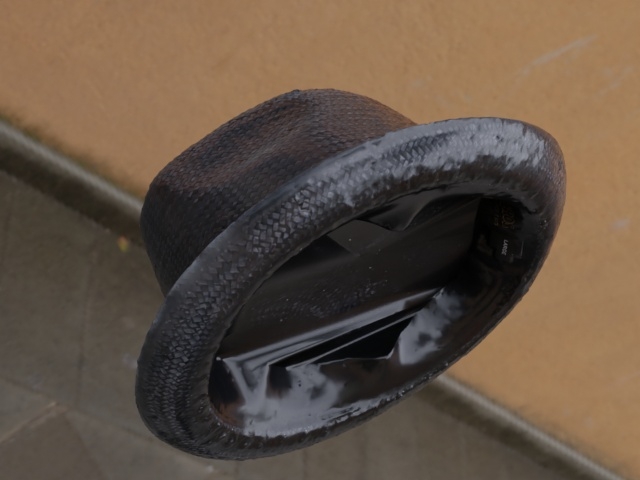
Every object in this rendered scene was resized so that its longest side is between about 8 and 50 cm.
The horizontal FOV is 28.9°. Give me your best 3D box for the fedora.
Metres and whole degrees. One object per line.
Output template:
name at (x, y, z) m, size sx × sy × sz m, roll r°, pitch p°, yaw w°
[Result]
fedora at (0.000, 0.000, 0.832) m, size 0.334 × 0.334 × 0.152 m, roll 9°, pitch 35°, yaw -51°
